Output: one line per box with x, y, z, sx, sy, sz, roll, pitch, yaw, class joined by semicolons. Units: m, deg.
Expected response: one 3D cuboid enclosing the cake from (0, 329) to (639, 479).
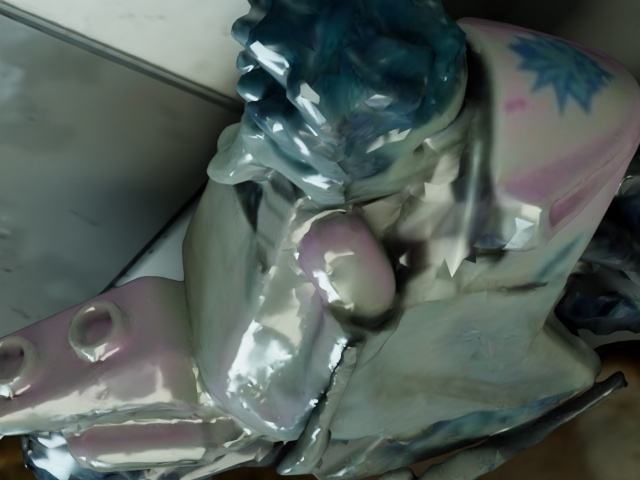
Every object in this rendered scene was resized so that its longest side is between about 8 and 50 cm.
0.045;0.145;0.565;0.293;0.196;0.199;-21;141;11;cake

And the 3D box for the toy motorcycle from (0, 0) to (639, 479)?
-0.002;-0.005;0.436;0.239;0.108;0.204;-33;143;-1;toy motorcycle
